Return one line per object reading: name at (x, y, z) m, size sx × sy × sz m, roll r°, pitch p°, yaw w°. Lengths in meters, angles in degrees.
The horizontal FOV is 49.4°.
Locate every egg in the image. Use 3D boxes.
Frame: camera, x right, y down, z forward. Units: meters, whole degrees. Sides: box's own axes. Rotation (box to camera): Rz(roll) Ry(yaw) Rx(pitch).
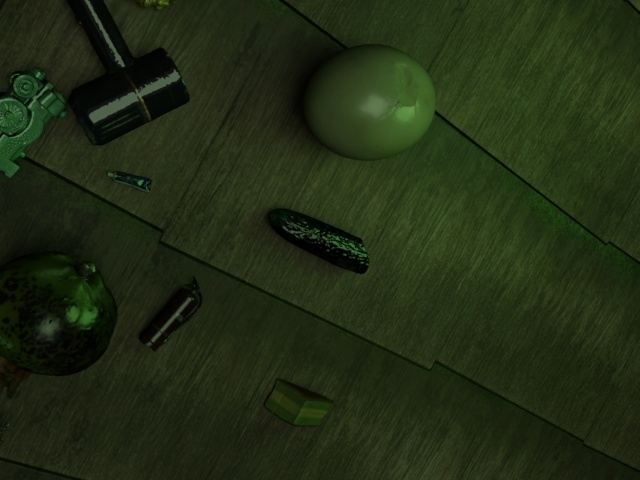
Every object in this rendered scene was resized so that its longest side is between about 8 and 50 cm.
egg at (0.095, -0.260, 1.315) m, size 0.269 × 0.219 × 0.219 m, roll -14°, pitch 109°, yaw -40°

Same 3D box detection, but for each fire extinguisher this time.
fire extinguisher at (-0.278, 0.143, 1.342) m, size 0.157 × 0.045 × 0.078 m, roll -50°, pitch 146°, yaw -7°

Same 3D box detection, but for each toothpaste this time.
toothpaste at (-0.345, -0.109, 1.258) m, size 0.083 × 0.019 × 0.027 m, roll 15°, pitch 79°, yaw -32°

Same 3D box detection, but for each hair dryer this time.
hair dryer at (-0.383, -0.347, 1.148) m, size 0.189 × 0.107 × 0.352 m, roll -31°, pitch 106°, yaw -13°

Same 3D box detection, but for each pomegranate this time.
pomegranate at (-0.477, 0.137, 1.182) m, size 0.222 × 0.277 × 0.204 m, roll 37°, pitch 46°, yaw -23°

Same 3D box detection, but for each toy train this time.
toy train at (-0.496, -0.196, 1.135) m, size 0.178 × 0.071 × 0.104 m, roll -50°, pitch 125°, yaw -5°

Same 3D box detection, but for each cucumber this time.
cucumber at (0.000, -0.001, 1.418) m, size 0.241 × 0.074 × 0.074 m, roll 24°, pitch 92°, yaw -27°

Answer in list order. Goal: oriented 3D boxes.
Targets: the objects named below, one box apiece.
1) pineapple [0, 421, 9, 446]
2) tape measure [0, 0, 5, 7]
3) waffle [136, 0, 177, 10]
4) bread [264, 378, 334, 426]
pineapple at (-0.649, 0.350, 1.186) m, size 0.221 × 0.103 × 0.083 m, roll -13°, pitch 74°, yaw -21°
tape measure at (-0.527, -0.359, 0.976) m, size 0.147 × 0.256 × 0.275 m, roll 31°, pitch 62°, yaw -27°
waffle at (-0.290, -0.489, 1.176) m, size 0.191 × 0.038 × 0.191 m, roll -7°, pitch 105°, yaw -24°
bread at (-0.044, 0.357, 1.521) m, size 0.139 × 0.084 × 0.074 m, roll 27°, pitch 90°, yaw -59°
